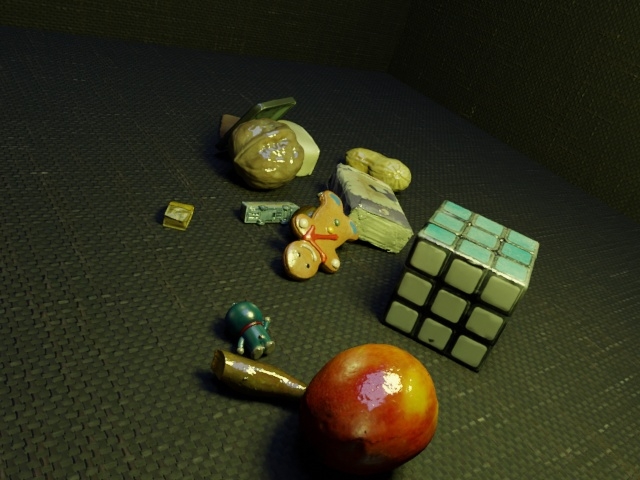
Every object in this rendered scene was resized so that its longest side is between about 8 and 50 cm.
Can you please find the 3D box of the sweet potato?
[{"bbox_3d":[-0.118,0.299,1.173,0.244,0.077,0.077,24,29,-9],"label":"sweet potato"}]

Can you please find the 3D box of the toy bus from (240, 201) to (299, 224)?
[{"bbox_3d":[-0.165,-0.091,1.805,0.191,0.064,0.075,-3,24,-34],"label":"toy bus"}]

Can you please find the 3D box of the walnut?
[{"bbox_3d":[-0.196,-0.308,1.975,0.273,0.273,0.227,-1,-2,-31],"label":"walnut"}]

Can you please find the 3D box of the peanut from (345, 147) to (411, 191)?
[{"bbox_3d":[0.233,-0.296,2.301,0.306,0.147,0.147,34,33,31],"label":"peanut"}]

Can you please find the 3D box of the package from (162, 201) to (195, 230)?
[{"bbox_3d":[-0.418,-0.085,1.660,0.071,0.047,0.131,13,32,-4],"label":"package"}]

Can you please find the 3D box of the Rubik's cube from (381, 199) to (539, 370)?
[{"bbox_3d":[0.387,0.113,1.538,0.301,0.303,0.305,26,32,13],"label":"Rubik's cube"}]

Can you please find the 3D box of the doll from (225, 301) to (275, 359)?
[{"bbox_3d":[-0.168,0.202,1.295,0.114,0.085,0.152,-20,57,-33],"label":"doll"}]

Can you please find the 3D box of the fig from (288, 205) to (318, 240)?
[{"bbox_3d":[0.006,-0.046,1.785,0.236,0.124,0.124,5,31,-44],"label":"fig"}]

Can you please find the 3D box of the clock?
[{"bbox_3d":[-0.250,-0.452,2.128,0.049,0.279,0.273,55,32,0],"label":"clock"}]

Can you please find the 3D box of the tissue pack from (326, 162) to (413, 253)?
[{"bbox_3d":[0.162,-0.119,1.946,0.242,0.125,0.343,21,26,-21],"label":"tissue pack"}]

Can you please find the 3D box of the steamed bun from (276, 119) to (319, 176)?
[{"bbox_3d":[-0.128,-0.365,2.189,0.164,0.146,0.241,1,39,-33],"label":"steamed bun"}]

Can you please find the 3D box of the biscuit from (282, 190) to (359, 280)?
[{"bbox_3d":[0.001,-0.001,1.645,0.324,0.049,0.205,-43,103,-39],"label":"biscuit"}]

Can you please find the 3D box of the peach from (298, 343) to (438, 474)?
[{"bbox_3d":[0.086,0.324,1.075,0.281,0.238,0.281,-6,23,3],"label":"peach"}]

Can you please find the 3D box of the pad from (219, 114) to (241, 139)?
[{"bbox_3d":[-0.286,-0.455,2.383,0.287,0.018,0.284,11,30,-13],"label":"pad"}]

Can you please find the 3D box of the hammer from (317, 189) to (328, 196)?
[{"bbox_3d":[0.065,-0.123,2.026,0.060,0.028,0.195,-14,44,-36],"label":"hammer"}]
